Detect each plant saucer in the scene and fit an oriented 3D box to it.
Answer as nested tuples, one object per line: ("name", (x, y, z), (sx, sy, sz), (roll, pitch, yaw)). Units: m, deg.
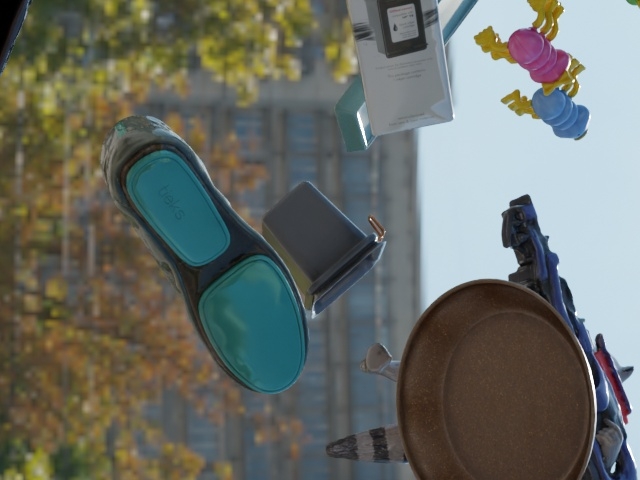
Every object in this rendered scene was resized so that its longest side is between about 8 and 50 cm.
("plant saucer", (0.075, -0.153, 1.280), (0.018, 0.192, 0.067), (30, -19, 24))
("plant saucer", (0.142, 0.128, 1.296), (0.198, 0.036, 0.198), (0, -90, 45))

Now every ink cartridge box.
("ink cartridge box", (0.045, -0.177, 1.134), (0.104, 0.060, 0.180), (-96, 175, -56))

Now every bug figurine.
("bug figurine", (0.282, -0.197, 1.614), (0.279, 0.216, 0.072), (-37, -127, 24))

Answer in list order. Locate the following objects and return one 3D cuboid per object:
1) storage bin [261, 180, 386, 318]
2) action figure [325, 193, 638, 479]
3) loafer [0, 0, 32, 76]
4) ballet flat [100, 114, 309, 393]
("storage bin", (0.000, 0.000, 1.498), (0.091, 0.098, 0.135), (49, -8, 6))
("action figure", (0.175, 0.140, 1.683), (0.178, 0.330, 0.341), (-27, -106, 54))
("loafer", (-0.160, -0.159, 0.845), (0.095, 0.109, 0.302), (58, -41, 14))
("ballet flat", (-0.071, 0.006, 1.061), (0.213, 0.072, 0.068), (60, -5, -32))
